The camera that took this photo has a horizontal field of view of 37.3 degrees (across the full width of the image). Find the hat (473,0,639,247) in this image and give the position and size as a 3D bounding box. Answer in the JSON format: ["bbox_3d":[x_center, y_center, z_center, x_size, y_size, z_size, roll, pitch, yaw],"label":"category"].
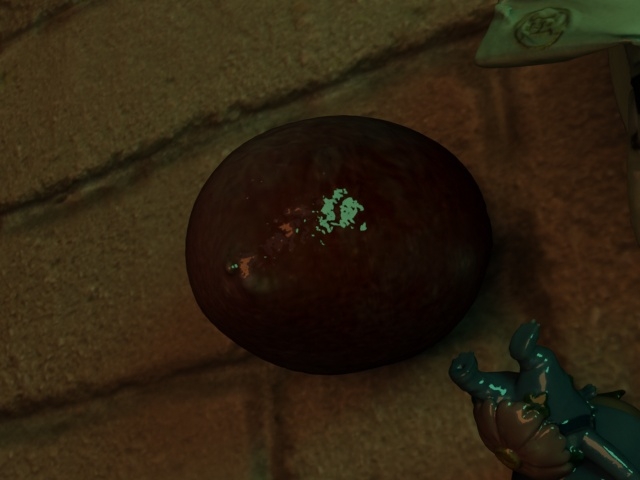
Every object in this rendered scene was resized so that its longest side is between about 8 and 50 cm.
[{"bbox_3d":[0.233,-0.147,0.637,0.168,0.258,0.301,-21,50,31],"label":"hat"}]

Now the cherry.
[{"bbox_3d":[0.005,-0.005,0.733,0.239,0.239,0.206,-5,62,31],"label":"cherry"}]

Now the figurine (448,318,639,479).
[{"bbox_3d":[0.166,0.125,0.642,0.114,0.178,0.144,-24,22,33],"label":"figurine"}]
